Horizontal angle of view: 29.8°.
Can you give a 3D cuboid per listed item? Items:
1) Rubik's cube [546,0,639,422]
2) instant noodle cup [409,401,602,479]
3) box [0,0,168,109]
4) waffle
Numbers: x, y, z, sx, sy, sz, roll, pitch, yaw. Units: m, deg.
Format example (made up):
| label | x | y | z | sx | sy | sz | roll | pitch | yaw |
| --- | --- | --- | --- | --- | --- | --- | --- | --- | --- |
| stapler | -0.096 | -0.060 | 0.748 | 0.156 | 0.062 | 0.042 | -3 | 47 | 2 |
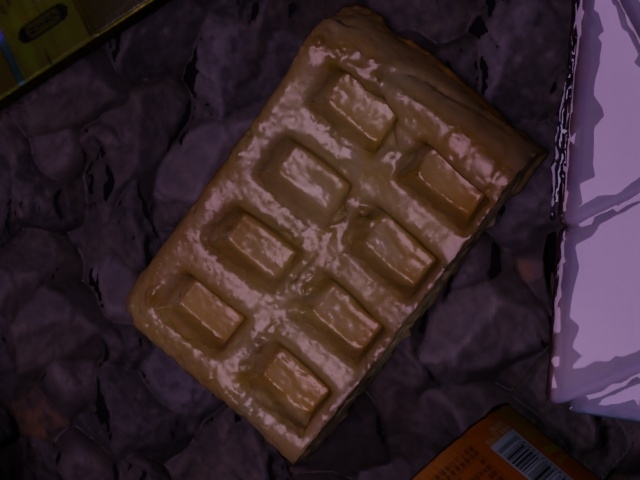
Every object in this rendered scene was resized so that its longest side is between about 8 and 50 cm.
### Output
| label | x | y | z | sx | sy | sz | roll | pitch | yaw |
| --- | --- | --- | --- | --- | --- | --- | --- | --- | --- |
| Rubik's cube | 0.246 | -0.034 | 0.597 | 0.231 | 0.225 | 0.221 | 6 | 101 | 19 |
| instant noodle cup | 0.111 | 0.220 | 0.702 | 0.182 | 0.230 | 0.230 | 45 | 111 | 16 |
| box | -0.205 | -0.176 | 0.837 | 0.193 | 0.030 | 0.121 | -28 | 90 | 22 |
| waffle | 0.000 | 0.000 | 0.779 | 0.168 | 0.057 | 0.274 | 40 | 110 | 9 |
